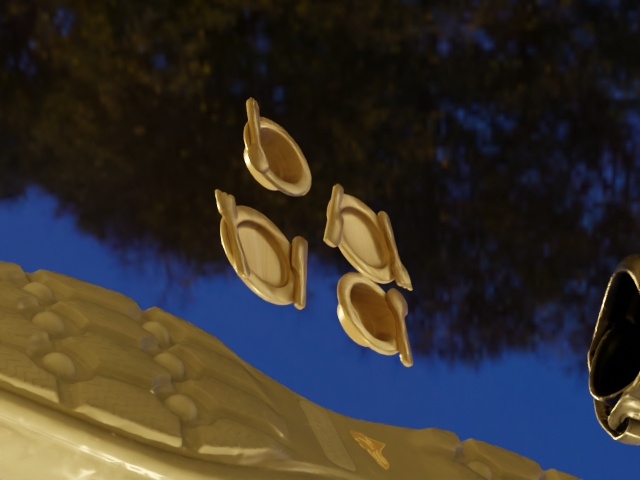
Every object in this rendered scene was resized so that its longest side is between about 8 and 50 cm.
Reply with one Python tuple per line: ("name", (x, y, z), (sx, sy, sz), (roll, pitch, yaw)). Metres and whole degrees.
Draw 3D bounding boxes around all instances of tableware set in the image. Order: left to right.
("tableware set", (0.000, 0.000, 1.171), (0.020, 0.169, 0.141), (-36, -143, 28))

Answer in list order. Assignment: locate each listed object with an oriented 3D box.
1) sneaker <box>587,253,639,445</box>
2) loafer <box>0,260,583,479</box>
("sneaker", (0.227, 0.120, 1.142), (0.147, 0.295, 0.104), (-7, -159, -7))
("loafer", (-0.033, 0.097, 0.622), (0.319, 0.111, 0.112), (25, -164, -21))
